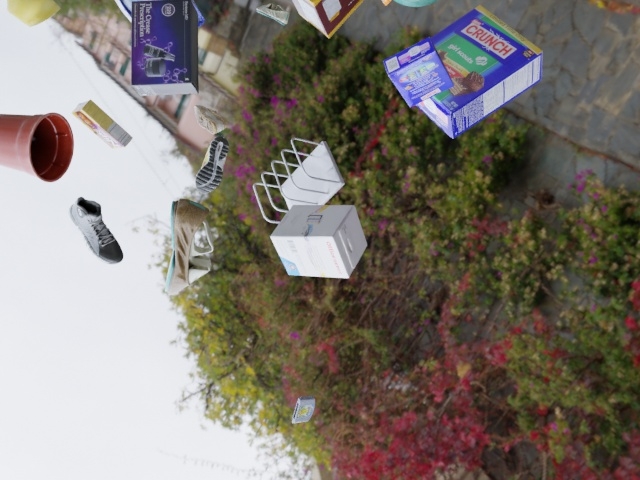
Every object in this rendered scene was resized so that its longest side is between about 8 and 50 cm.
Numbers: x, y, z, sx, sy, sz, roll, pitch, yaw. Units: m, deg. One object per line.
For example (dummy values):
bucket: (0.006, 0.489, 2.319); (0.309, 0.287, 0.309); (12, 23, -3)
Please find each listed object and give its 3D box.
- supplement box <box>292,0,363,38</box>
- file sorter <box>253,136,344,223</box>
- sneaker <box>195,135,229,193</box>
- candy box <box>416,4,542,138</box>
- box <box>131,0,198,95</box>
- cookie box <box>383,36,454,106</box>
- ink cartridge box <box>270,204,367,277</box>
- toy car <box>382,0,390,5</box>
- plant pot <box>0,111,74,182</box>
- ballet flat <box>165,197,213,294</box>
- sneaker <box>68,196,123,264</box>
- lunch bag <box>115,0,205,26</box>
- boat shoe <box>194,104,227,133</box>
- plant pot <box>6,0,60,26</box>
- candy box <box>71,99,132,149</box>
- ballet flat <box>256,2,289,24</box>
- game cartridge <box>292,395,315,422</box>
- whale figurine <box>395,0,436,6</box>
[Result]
supplement box: (0.023, -0.708, 1.661); (0.129, 0.191, 0.194); (43, -178, 16)
file sorter: (-0.090, -0.205, 2.146); (0.173, 0.277, 0.193); (5, -126, -42)
sneaker: (-0.360, -0.256, 2.035); (0.081, 0.209, 0.094); (23, -166, -15)
candy box: (0.416, -0.481, 1.704); (0.268, 0.317, 0.122); (52, 172, 32)
box: (-0.467, -0.579, 1.813); (0.184, 0.262, 0.103); (-2, 174, -1)
cookie box: (0.177, -0.299, 1.079); (0.107, 0.091, 0.040); (37, -144, -53)
ink cartridge box: (0.000, 0.000, 1.910); (0.232, 0.171, 0.168); (2, -139, 31)
toy car: (0.219, -0.764, 1.829); (0.040, 0.060, 0.122); (14, 169, -29)
plant pot: (-1.165, -0.381, 2.360); (0.264, 0.273, 0.272); (10, -164, 11)
ballet flat: (-0.365, 0.030, 1.691); (0.124, 0.343, 0.116); (7, -144, -11)
sneaker: (-0.672, -0.035, 1.816); (0.229, 0.132, 0.086); (50, -127, -3)
lunch bag: (-0.601, -0.874, 2.012); (0.385, 0.239, 0.328); (48, -177, -43)
boat shoe: (-0.357, -0.396, 1.959); (0.059, 0.063, 0.170); (-20, -136, -27)
plant pot: (-0.800, -0.646, 1.649); (0.134, 0.095, 0.134); (35, 179, 1)
candy box: (-0.748, -0.394, 2.063); (0.109, 0.053, 0.187); (5, 146, 49)
ballet flat: (-0.161, -0.797, 2.100); (0.057, 0.052, 0.168); (6, -154, -49)
game cartridge: (-0.044, 0.466, 1.660); (0.055, 0.083, 0.017); (0, -154, -33)
whale figurine: (0.148, -0.576, 1.170); (0.272, 0.216, 0.141); (43, 154, -7)
